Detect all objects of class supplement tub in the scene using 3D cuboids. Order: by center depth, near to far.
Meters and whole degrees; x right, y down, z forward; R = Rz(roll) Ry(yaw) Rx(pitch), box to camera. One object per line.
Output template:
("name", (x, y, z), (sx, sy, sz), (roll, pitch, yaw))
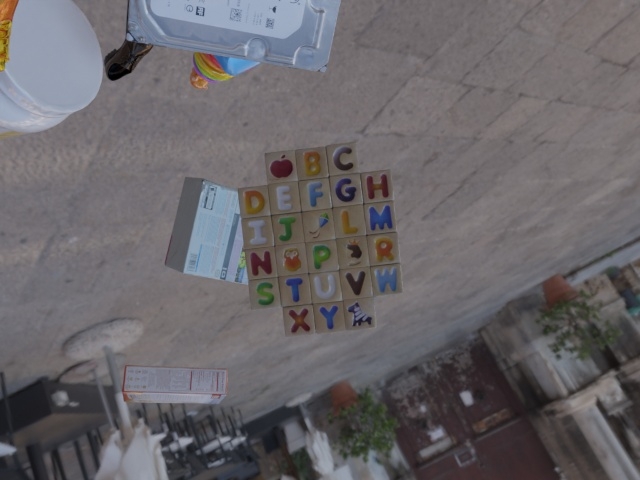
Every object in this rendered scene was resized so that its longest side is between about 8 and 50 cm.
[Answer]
("supplement tub", (-0.566, -0.292, 1.006), (0.331, 0.241, 0.241), (-4, 173, 27))

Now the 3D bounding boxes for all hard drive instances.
("hard drive", (-0.131, -0.415, 0.953), (0.338, 0.064, 0.237), (4, 117, -21))

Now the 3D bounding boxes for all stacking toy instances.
("stacking toy", (-0.264, -0.460, 1.502), (0.165, 0.175, 0.301), (-39, -171, -32))

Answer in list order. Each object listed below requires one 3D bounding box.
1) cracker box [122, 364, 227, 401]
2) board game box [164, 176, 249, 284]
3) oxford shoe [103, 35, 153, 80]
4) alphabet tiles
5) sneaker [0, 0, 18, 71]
("cracker box", (-0.345, 0.344, 1.404), (0.232, 0.067, 0.156), (6, 156, -15))
("board game box", (-0.213, -0.011, 1.476), (0.303, 0.224, 0.097), (16, 176, -43))
("oxford shoe", (-0.548, -0.545, 1.737), (0.227, 0.096, 0.082), (-35, 139, 28))
("alphabet tiles", (0.000, 0.000, 1.087), (0.284, 0.343, 0.011), (-6, -178, 4))
("sneaker", (-0.424, -0.262, 0.767), (0.175, 0.067, 0.064), (-39, -168, 33))
